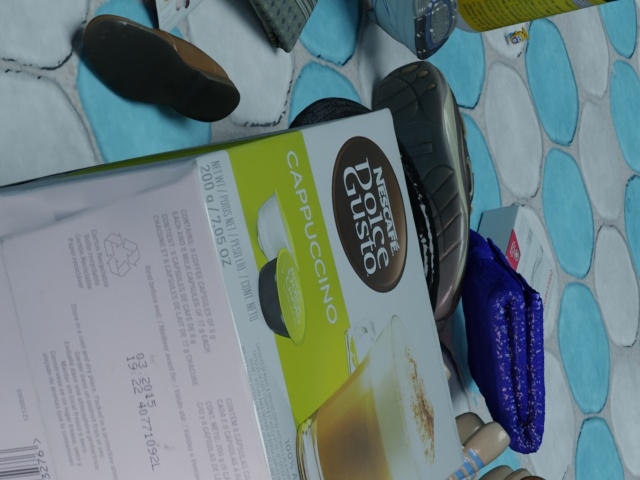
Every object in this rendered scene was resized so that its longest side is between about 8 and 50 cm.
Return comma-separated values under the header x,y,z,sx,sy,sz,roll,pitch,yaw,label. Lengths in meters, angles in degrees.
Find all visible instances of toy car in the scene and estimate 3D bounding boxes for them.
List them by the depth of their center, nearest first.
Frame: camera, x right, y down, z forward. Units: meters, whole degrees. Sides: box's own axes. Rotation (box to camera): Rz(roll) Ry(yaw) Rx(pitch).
x,y,z,sx,sy,sz,roll,pitch,yaw,label
0.291,-0.340,2.448,0.122,0.040,0.060,51,20,-37,toy car

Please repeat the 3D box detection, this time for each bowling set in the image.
x,y,z,sx,sy,sz,roll,pitch,yaw,label
0.173,0.298,1.888,0.154,0.200,0.287,-39,119,-8,bowling set

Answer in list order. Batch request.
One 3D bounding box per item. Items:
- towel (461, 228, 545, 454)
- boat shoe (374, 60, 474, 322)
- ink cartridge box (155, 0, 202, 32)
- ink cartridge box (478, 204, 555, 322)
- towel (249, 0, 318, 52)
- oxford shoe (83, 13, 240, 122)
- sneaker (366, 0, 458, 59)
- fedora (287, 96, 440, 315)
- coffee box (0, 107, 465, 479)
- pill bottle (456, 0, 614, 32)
x,y,z,sx,sy,sz,roll,pitch,yaw,label
0.242,0.125,2.036,0.308,0.076,0.227,-104,-176,-75,towel
0.156,-0.059,2.048,0.130,0.132,0.355,24,63,-55,boat shoe
-0.173,-0.328,1.676,0.145,0.045,0.179,-56,147,-51,ink cartridge box
0.289,0.040,2.312,0.150,0.063,0.109,57,37,-35,ink cartridge box
-0.046,-0.428,1.793,0.312,0.056,0.324,-65,149,-19,towel
-0.174,-0.189,1.606,0.212,0.076,0.076,27,29,-52,oxford shoe
0.097,-0.371,1.984,0.111,0.129,0.297,-37,141,-35,sneaker
0.000,0.000,1.741,0.334,0.152,0.334,25,61,-55,fedora
-0.116,0.092,1.331,0.334,0.338,0.337,-21,100,-60,coffee box
0.262,-0.390,2.122,0.188,0.334,0.188,26,59,-55,pill bottle
